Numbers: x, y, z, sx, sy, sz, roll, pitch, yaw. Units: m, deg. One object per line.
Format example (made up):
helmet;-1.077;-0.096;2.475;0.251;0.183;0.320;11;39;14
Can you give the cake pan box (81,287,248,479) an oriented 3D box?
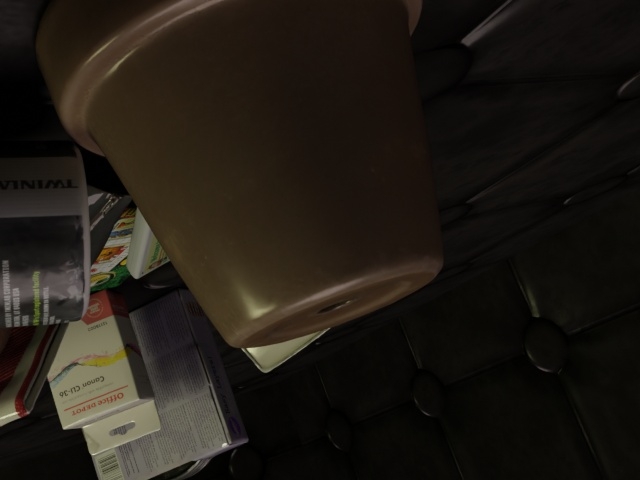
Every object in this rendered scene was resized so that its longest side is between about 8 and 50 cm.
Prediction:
cake pan box;-0.259;0.240;1.361;0.245;0.267;0.070;-29;163;20

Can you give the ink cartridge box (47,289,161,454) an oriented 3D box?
ink cartridge box;-0.301;0.180;1.195;0.115;0.198;0.067;-22;167;4

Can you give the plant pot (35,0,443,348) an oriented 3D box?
plant pot;-0.031;-0.057;0.587;0.263;0.229;0.263;-19;168;-4

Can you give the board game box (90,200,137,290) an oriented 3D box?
board game box;-0.227;0.003;0.968;0.136;0.030;0.259;-14;166;-43

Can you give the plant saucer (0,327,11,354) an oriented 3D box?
plant saucer;-0.461;0.121;0.861;0.310;0.050;0.311;-16;152;-9

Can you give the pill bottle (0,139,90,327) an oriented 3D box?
pill bottle;-0.284;-0.001;0.585;0.245;0.130;0.130;-3;161;-20

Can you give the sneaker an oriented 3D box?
sneaker;-0.261;-0.030;0.714;0.222;0.083;0.118;2;137;-50

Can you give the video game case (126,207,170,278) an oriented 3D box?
video game case;-0.093;-0.051;0.849;0.193;0.023;0.212;-31;170;-25

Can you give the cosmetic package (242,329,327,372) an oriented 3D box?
cosmetic package;0.000;0.000;0.867;0.153;0.129;0.296;-38;179;17

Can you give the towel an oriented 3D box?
towel;-0.460;0.186;1.044;0.329;0.037;0.237;-24;-154;9
